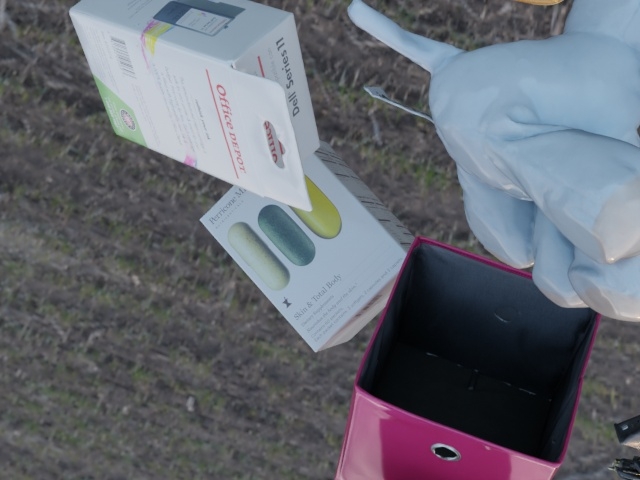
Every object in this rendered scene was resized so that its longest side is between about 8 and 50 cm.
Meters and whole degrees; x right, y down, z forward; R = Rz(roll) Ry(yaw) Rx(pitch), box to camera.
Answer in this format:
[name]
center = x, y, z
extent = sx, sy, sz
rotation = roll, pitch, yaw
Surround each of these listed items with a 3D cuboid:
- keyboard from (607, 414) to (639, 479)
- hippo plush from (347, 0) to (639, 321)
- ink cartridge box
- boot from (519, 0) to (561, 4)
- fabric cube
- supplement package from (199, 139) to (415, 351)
[keyboard]
center = 0.410, 0.214, 0.954
extent = 0.317, 0.033, 0.201
rotation = 19, 146, -23
[hippo plush]
center = 0.217, -0.102, 0.777
extent = 0.294, 0.236, 0.234
rotation = 45, 170, 25
[ink cartridge box]
center = -0.127, -0.190, 1.242
extent = 0.353, 0.119, 0.207
rotation = 24, 145, 32
[boot]
center = 0.226, -0.396, 1.460
extent = 0.295, 0.211, 0.104
rotation = 26, 123, 0
[fabric cube]
center = 0.183, 0.199, 1.294
extent = 0.254, 0.259, 0.258
rotation = 20, 142, 10
[supplement package]
center = 0.000, 0.000, 1.523
extent = 0.199, 0.198, 0.263
rotation = -44, 78, 11
